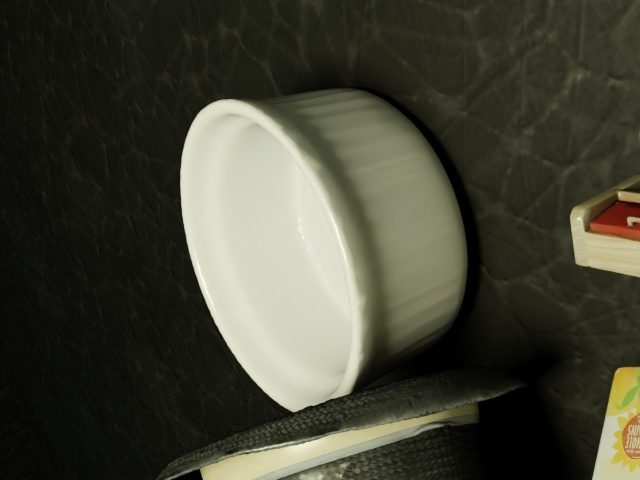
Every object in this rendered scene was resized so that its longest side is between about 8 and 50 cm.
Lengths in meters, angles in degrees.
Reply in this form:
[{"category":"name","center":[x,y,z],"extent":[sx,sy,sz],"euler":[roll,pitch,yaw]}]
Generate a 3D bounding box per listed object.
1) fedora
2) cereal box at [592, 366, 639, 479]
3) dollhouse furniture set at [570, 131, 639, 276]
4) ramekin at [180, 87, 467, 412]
[{"category":"fedora","center":[0.028,0.216,0.715],"extent":[0.334,0.334,0.152],"euler":[-45,57,58]},{"category":"cereal box","center":[0.227,0.192,0.517],"extent":[0.173,0.047,0.240],"euler":[-13,55,59]},{"category":"dollhouse furniture set","center":[0.205,-0.034,0.461],"extent":[0.184,0.129,0.129],"euler":[13,121,53]},{"category":"ramekin","center":[0.000,0.000,0.781],"extent":[0.277,0.135,0.277],"euler":[34,133,45]}]
